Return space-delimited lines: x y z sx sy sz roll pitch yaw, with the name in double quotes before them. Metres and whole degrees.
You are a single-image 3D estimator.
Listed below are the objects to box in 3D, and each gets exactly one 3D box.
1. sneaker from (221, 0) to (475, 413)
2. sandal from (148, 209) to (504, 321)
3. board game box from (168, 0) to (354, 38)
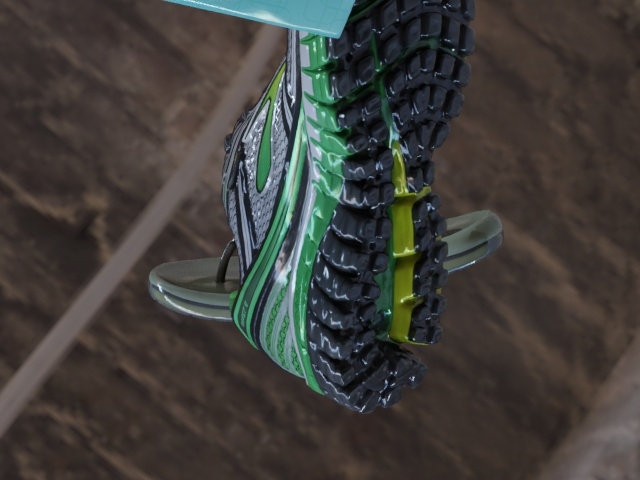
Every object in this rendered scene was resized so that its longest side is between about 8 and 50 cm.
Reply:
"sneaker" -0.005 -0.072 1.046 0.146 0.134 0.344 19 110 38
"sandal" 0.001 -0.001 1.459 0.120 0.302 0.086 -88 -15 -74
"board game box" -0.099 -0.160 0.750 0.160 0.047 0.210 8 -157 -39
